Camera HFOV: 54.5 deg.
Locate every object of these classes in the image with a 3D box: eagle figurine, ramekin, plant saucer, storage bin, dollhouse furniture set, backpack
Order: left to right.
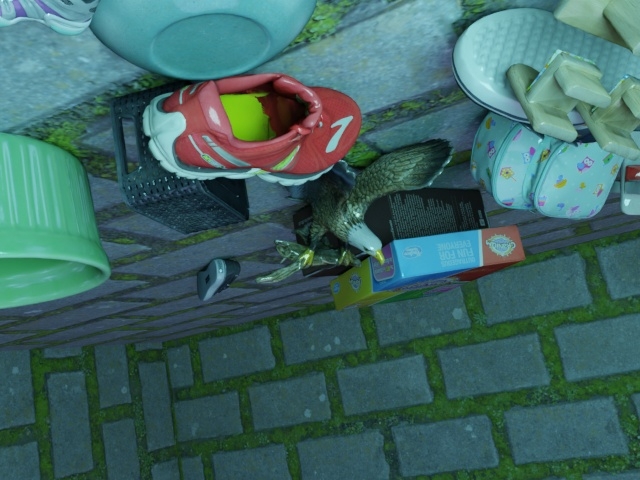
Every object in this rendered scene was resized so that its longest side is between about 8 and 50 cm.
[{"bbox_3d":[-0.414,-0.013,0.736,0.303,0.148,0.303,-10,168,-2],"label":"ramekin"},{"bbox_3d":[-0.149,-0.086,0.694,0.084,0.122,0.180,-12,168,7],"label":"storage bin"},{"bbox_3d":[-0.095,-0.177,0.522,0.194,0.038,0.195,-10,168,-2],"label":"plant saucer"},{"bbox_3d":[0.042,-0.062,0.940,0.226,0.225,0.298,-54,168,-45],"label":"eagle figurine"},{"bbox_3d":[0.311,-0.116,0.857,0.188,0.144,0.166,1,127,-11],"label":"backpack"},{"bbox_3d":[0.306,-0.197,0.526,0.242,0.161,0.212,11,137,-23],"label":"dollhouse furniture set"}]

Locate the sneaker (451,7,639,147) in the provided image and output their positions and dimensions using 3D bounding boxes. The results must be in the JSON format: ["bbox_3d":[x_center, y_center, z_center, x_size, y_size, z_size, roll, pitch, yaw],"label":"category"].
[{"bbox_3d":[0.265,-0.166,0.680,0.320,0.126,0.127,-5,165,-22],"label":"sneaker"}]

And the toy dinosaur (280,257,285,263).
[{"bbox_3d":[0.000,0.000,1.304,0.183,0.093,0.053,-3,166,-32],"label":"toy dinosaur"}]

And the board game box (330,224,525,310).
[{"bbox_3d":[0.183,0.057,1.154,0.242,0.064,0.316,-7,167,-20],"label":"board game box"}]

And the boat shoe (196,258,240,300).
[{"bbox_3d":[-0.261,0.098,1.597,0.076,0.080,0.228,-3,159,-26],"label":"boat shoe"}]

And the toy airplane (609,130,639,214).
[{"bbox_3d":[0.720,-0.123,1.096,0.384,0.273,0.386,14,-169,-41],"label":"toy airplane"}]

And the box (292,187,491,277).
[{"bbox_3d":[0.154,-0.017,1.263,0.381,0.143,0.191,-3,166,-40],"label":"box"}]

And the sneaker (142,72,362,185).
[{"bbox_3d":[-0.033,-0.113,0.612,0.118,0.107,0.279,-15,-178,41],"label":"sneaker"}]

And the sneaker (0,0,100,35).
[{"bbox_3d":[-0.198,-0.179,0.431,0.069,0.038,0.098,-24,172,43],"label":"sneaker"}]
